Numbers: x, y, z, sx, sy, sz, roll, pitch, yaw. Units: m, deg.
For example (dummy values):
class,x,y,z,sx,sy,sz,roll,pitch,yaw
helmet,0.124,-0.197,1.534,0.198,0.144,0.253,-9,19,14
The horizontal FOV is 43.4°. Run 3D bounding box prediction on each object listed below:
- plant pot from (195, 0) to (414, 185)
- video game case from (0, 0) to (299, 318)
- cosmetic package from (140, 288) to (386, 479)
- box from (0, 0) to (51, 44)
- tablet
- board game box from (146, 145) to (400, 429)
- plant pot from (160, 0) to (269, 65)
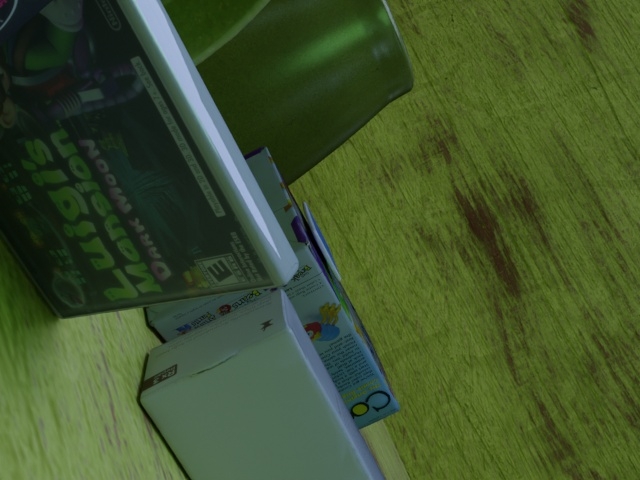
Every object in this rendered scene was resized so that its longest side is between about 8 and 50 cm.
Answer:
class,x,y,z,sx,sy,sz,roll,pitch,yaw
plant pot,-0.067,-0.249,1.171,0.366,0.353,0.366,-26,90,-88
video game case,-0.121,-0.047,0.393,0.190,0.173,0.022,63,39,-22
cosmetic package,-0.026,0.164,0.603,0.085,0.117,0.231,-110,175,-72
box,-0.181,-0.198,0.229,0.270,0.143,0.165,52,3,4
tablet,0.000,0.000,0.724,0.054,0.006,0.083,62,3,-22
board game box,-0.046,0.074,0.771,0.275,0.144,0.142,62,3,-45
plant pot,-0.178,-0.259,0.519,0.254,0.276,0.276,52,1,9
